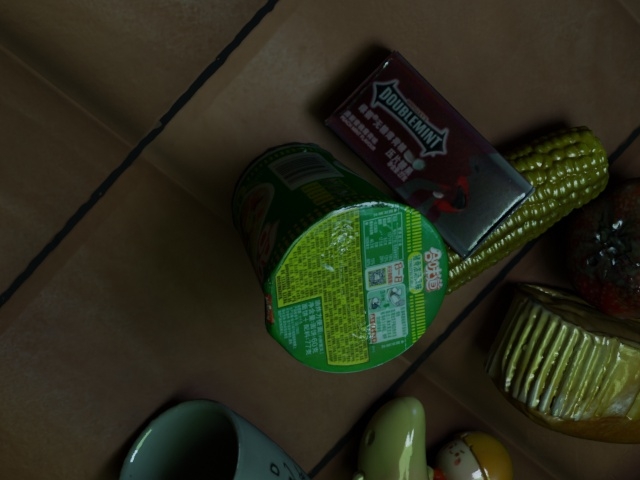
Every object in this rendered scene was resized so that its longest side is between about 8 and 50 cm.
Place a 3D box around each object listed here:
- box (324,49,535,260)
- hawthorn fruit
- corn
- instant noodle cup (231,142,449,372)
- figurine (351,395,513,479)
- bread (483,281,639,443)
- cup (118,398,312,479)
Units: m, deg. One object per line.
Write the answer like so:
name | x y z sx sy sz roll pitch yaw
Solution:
box | 0.121 -0.095 1.727 0.120 0.069 0.224 -44 91 5
hawthorn fruit | 0.406 0.015 1.915 0.235 0.181 0.181 5 116 -50
corn | 0.182 -0.022 1.829 0.363 0.120 0.120 -31 125 -9
instant noodle cup | 0.000 0.000 1.688 0.207 0.232 0.207 -10 120 -18
figurine | 0.155 0.333 2.007 0.222 0.124 0.324 -22 119 -11
bread | 0.353 0.167 1.953 0.288 0.204 0.156 11 108 -33
cup | -0.111 0.353 1.838 0.234 0.186 0.258 42 57 -41
